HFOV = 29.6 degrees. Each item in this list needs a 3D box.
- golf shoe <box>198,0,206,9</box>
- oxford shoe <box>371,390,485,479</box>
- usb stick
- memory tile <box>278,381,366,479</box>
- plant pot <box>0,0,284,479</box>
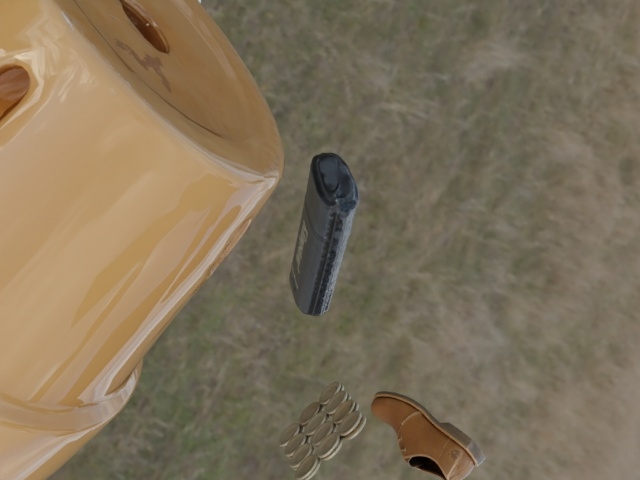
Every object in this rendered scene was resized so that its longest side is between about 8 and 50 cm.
[{"bbox_3d":[-0.205,-0.260,1.533,0.086,0.068,0.186,71,32,-51],"label":"golf shoe"},{"bbox_3d":[0.132,0.277,1.710,0.076,0.212,0.076,-43,127,-16],"label":"oxford shoe"},{"bbox_3d":[0.000,0.000,1.349,0.045,0.077,0.278,-17,155,-15],"label":"usb stick"},{"bbox_3d":[0.001,0.232,1.483,0.113,0.012,0.148,-46,-163,0],"label":"memory tile"},{"bbox_3d":[-0.156,-0.047,0.604,0.203,0.291,0.291,-37,163,16],"label":"plant pot"}]
